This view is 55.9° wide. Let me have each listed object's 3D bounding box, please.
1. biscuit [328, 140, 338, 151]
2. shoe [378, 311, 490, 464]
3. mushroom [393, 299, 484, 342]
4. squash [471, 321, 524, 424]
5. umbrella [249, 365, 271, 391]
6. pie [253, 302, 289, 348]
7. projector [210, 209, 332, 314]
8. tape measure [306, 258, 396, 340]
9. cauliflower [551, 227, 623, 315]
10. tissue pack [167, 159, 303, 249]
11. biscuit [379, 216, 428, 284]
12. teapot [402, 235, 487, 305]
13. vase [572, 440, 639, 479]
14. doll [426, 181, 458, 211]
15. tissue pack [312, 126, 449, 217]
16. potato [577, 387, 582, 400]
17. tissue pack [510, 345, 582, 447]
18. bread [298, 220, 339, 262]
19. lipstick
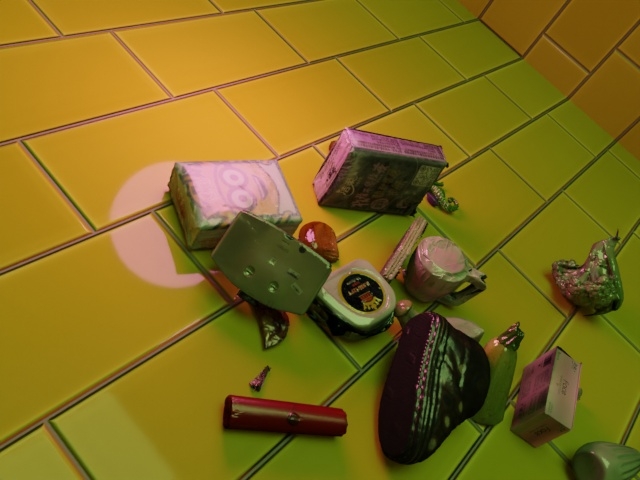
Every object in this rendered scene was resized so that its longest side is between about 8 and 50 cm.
[{"bbox_3d":[0.171,-0.271,2.078,0.302,0.049,0.196,5,53,-29],"label":"biscuit"},{"bbox_3d":[0.289,0.385,1.489,0.237,0.171,0.383,33,56,-22],"label":"shoe"},{"bbox_3d":[0.312,0.248,1.665,0.270,0.118,0.103,18,9,-18],"label":"mushroom"},{"bbox_3d":[0.450,0.336,1.598,0.137,0.287,0.137,5,23,-2],"label":"squash"},{"bbox_3d":[-0.138,0.321,1.398,0.032,0.020,0.083,3,37,24],"label":"umbrella"},{"bbox_3d":[-0.124,0.189,1.509,0.092,0.034,0.169,-6,56,-30],"label":"pie"},{"bbox_3d":[-0.128,0.069,1.482,0.270,0.088,0.193,33,82,-3],"label":"projector"},{"bbox_3d":[0.075,0.177,1.591,0.235,0.115,0.207,-26,69,-34],"label":"tape measure"},{"bbox_3d":[0.948,0.107,2.067,0.257,0.239,0.315,17,90,-21],"label":"cauliflower"},{"bbox_3d":[-0.231,-0.103,1.631,0.311,0.128,0.227,-5,57,-33],"label":"tissue pack"},{"bbox_3d":[0.234,0.043,1.774,0.046,0.147,0.250,34,45,3],"label":"biscuit"},{"bbox_3d":[0.355,0.097,1.779,0.222,0.178,0.163,7,52,-20],"label":"teapot"},{"bbox_3d":[0.796,0.611,1.646,0.248,0.128,0.128,9,49,-37],"label":"vase"},{"bbox_3d":[0.415,-0.173,2.138,0.115,0.050,0.190,-24,69,-35],"label":"doll"},{"bbox_3d":[0.185,-0.204,1.874,0.362,0.259,0.122,5,48,-26],"label":"tissue pack"},{"bbox_3d":[0.732,0.466,1.794,0.093,0.036,0.037,-14,97,-18],"label":"potato"},{"bbox_3d":[0.628,0.433,1.676,0.093,0.148,0.246,36,45,-1],"label":"tissue pack"},{"bbox_3d":[0.000,0.000,1.741,0.126,0.044,0.129,15,44,-22],"label":"bread"},{"bbox_3d":[-0.077,0.392,1.337,0.280,0.073,0.073,12,48,-22],"label":"lipstick"}]
